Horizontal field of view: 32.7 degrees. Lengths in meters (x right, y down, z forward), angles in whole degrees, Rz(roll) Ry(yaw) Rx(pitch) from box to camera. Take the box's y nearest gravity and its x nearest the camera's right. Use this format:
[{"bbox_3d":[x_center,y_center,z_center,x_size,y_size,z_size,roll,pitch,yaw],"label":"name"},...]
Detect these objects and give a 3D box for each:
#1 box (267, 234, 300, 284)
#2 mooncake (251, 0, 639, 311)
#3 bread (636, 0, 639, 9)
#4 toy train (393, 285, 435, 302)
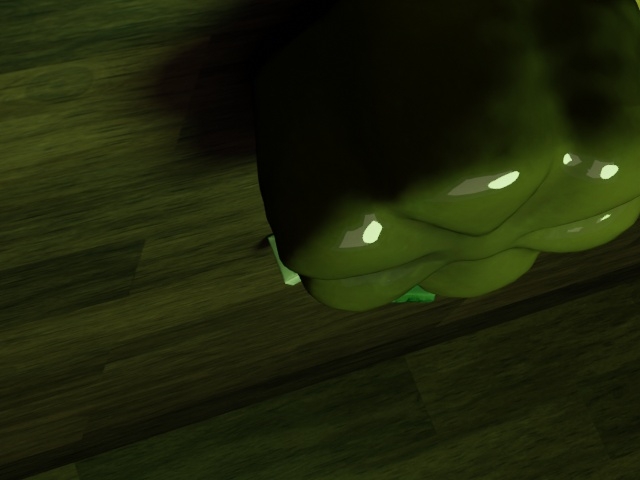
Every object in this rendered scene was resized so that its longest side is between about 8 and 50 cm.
[{"bbox_3d":[0.000,0.000,1.719,0.154,0.084,0.040,-27,162,17],"label":"box"},{"bbox_3d":[0.152,-0.098,1.210,0.467,0.262,0.467,-10,161,-4],"label":"mooncake"},{"bbox_3d":[0.359,-0.299,1.240,0.119,0.084,0.177,-7,160,-21],"label":"bread"},{"bbox_3d":[0.192,0.016,1.909,0.202,0.145,0.266,-28,162,29],"label":"toy train"}]
